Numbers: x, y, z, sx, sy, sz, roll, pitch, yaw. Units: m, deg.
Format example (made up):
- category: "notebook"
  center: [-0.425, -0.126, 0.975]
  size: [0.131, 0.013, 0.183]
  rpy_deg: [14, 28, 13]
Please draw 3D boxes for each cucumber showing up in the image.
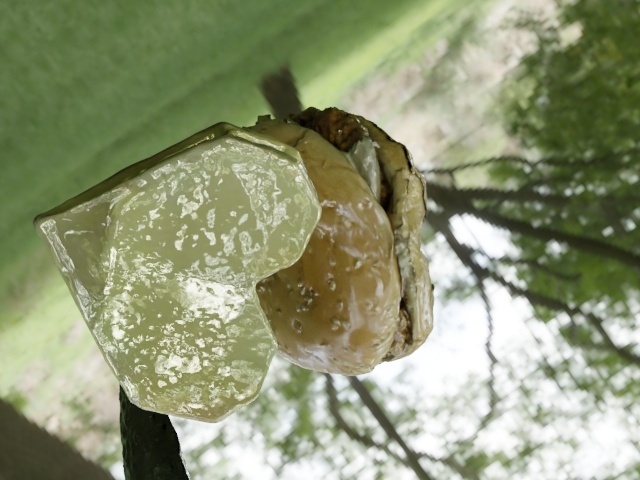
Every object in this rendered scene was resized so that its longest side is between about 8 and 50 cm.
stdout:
- category: "cucumber"
  center: [-0.164, 0.199, 1.256]
  size: [0.062, 0.078, 0.211]
  rpy_deg: [-18, -145, -11]

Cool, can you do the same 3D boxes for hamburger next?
- category: "hamburger"
  center: [0.000, 0.001, 1.396]
  size: [0.144, 0.283, 0.259]
  rpy_deg: [-15, -167, -33]

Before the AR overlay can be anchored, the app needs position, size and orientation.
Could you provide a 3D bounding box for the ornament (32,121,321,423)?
- category: "ornament"
  center: [-0.104, 0.015, 0.889]
  size: [0.059, 0.180, 0.201]
  rpy_deg: [-121, -131, -70]
